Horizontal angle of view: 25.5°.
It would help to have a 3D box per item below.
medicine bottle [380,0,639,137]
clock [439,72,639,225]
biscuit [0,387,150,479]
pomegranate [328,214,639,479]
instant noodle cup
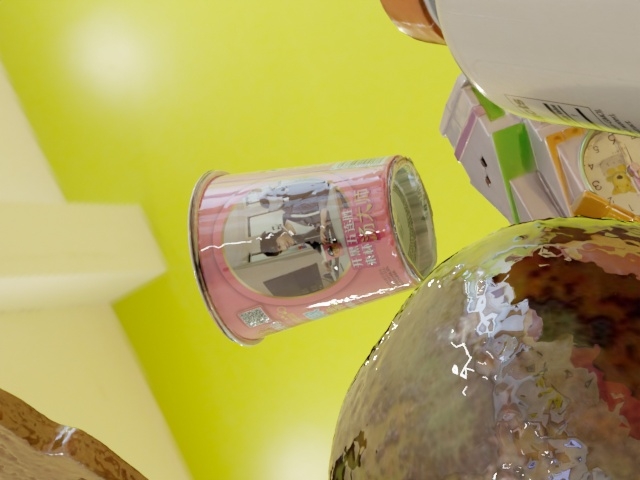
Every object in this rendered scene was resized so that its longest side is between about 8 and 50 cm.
[{"bbox_3d":[0.155,-0.120,0.606,0.289,0.157,0.157,16,157,45],"label":"medicine bottle"},{"bbox_3d":[0.311,-0.069,1.557,0.166,0.235,0.309,104,142,-66],"label":"clock"},{"bbox_3d":[-0.267,0.177,1.154,0.278,0.301,0.043,109,178,-55],"label":"biscuit"},{"bbox_3d":[0.163,0.095,0.764,0.285,0.285,0.340,57,-147,-17],"label":"pomegranate"},{"bbox_3d":[0.000,0.000,1.739,0.244,0.255,0.244,-11,-90,-69],"label":"instant noodle cup"}]
